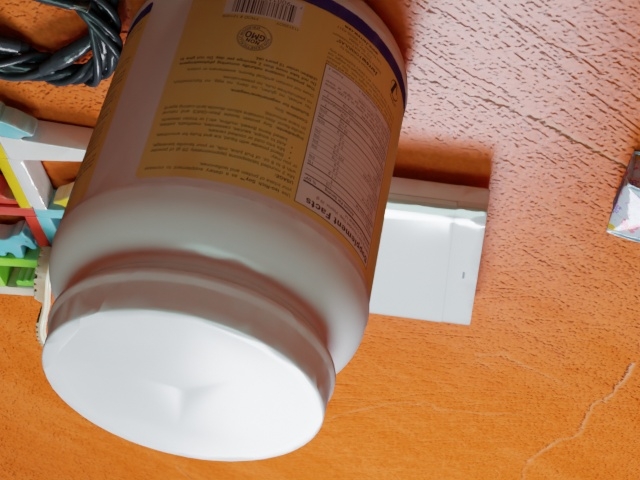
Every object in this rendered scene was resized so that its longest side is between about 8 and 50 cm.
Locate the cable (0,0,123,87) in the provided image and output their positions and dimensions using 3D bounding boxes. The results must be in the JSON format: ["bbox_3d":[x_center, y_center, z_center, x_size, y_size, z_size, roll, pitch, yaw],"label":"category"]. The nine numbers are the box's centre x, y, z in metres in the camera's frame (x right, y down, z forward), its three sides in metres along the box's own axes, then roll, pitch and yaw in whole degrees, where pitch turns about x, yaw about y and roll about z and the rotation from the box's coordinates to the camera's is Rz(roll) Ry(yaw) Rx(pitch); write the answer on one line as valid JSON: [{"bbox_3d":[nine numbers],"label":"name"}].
[{"bbox_3d":[-0.253,-0.187,1.110,0.184,0.047,0.150,7,149,3],"label":"cable"}]

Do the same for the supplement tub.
[{"bbox_3d":[-0.068,-0.025,1.022,0.241,0.331,0.241,8,144,6],"label":"supplement tub"}]

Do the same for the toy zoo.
[{"bbox_3d":[-0.279,-0.036,1.326,0.192,0.030,0.293,3,143,13],"label":"toy zoo"}]

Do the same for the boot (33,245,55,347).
[{"bbox_3d":[-0.253,0.070,1.390,0.084,0.059,0.158,9,144,-4],"label":"boot"}]

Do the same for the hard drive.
[{"bbox_3d":[0.000,0.000,1.279,0.307,0.040,0.203,7,147,6],"label":"hard drive"}]

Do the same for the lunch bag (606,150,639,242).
[{"bbox_3d":[0.298,-0.031,1.148,0.083,0.053,0.071,18,143,8],"label":"lunch bag"}]
